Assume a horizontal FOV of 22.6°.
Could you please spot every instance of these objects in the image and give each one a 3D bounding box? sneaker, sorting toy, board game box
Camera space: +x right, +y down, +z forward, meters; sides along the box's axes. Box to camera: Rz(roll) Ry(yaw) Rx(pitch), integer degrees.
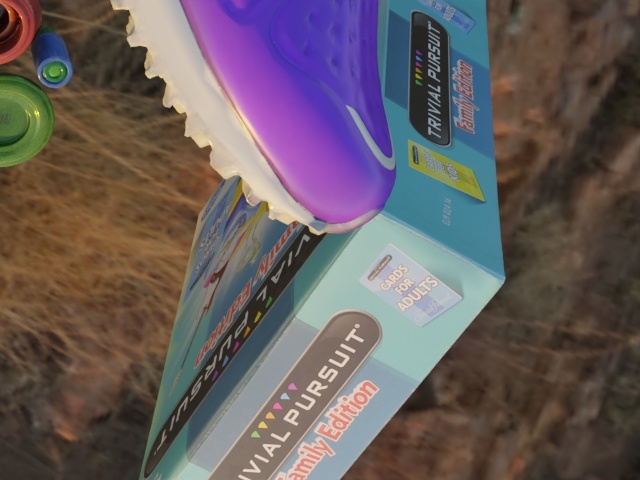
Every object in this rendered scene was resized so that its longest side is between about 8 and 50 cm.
[{"bbox_3d":[-0.005,-0.149,0.518,0.146,0.102,0.293,-18,100,12],"label":"sneaker"},{"bbox_3d":[-0.153,-0.089,0.775,0.061,0.042,0.102,-6,126,-14],"label":"sorting toy"},{"bbox_3d":[0.000,0.000,0.940,0.079,0.336,0.254,29,120,-13],"label":"board game box"}]
